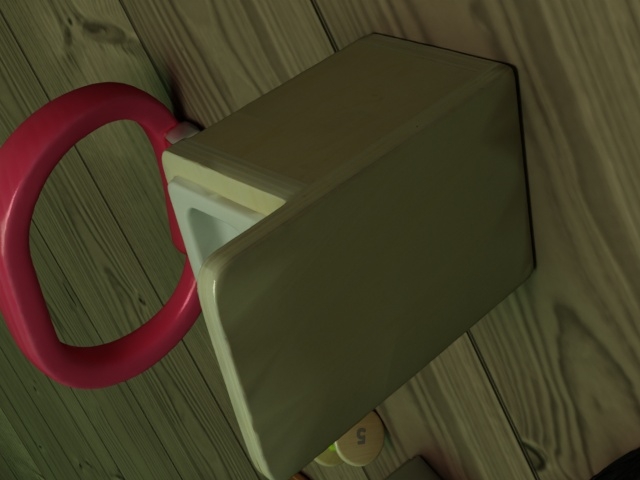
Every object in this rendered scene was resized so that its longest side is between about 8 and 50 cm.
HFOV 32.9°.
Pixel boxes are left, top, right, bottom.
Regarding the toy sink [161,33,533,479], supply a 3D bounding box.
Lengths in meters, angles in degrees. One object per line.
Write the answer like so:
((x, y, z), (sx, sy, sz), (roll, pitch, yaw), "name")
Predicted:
((0.000, 0.000, 0.642), (0.131, 0.234, 0.153), (23, 139, 42), "toy sink")

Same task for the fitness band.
((-0.181, 0.004, 0.931), (0.054, 0.209, 0.291), (31, 143, 34), "fitness band")

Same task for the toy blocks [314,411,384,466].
((-0.018, 0.153, 1.005), (0.148, 0.054, 0.123), (-15, 107, 59), "toy blocks")

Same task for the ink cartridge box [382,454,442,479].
((0.091, 0.312, 0.911), (0.208, 0.087, 0.153), (45, 112, 16), "ink cartridge box")

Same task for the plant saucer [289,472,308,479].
((-0.018, 0.281, 1.176), (0.083, 0.013, 0.083), (37, 146, 30), "plant saucer")

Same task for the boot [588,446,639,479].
((0.228, 0.254, 0.710), (0.207, 0.094, 0.246), (50, 157, 15), "boot")
